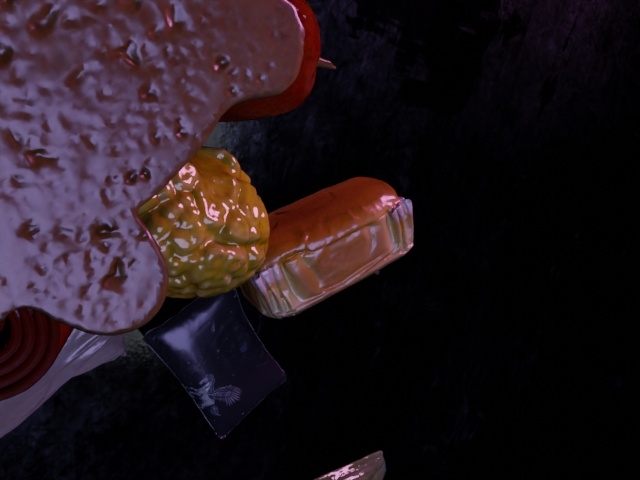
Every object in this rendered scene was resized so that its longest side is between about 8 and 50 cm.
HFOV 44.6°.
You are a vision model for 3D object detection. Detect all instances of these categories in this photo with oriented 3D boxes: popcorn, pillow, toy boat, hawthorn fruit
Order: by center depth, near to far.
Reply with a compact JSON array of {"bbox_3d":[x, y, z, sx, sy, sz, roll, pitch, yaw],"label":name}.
[{"bbox_3d":[-0.082,-0.228,0.892,0.251,0.189,0.190,-5,111,-42],"label":"hawthorn fruit"},{"bbox_3d":[-0.174,-0.013,0.901,0.226,0.203,0.200,-37,99,-42],"label":"popcorn"},{"bbox_3d":[-0.360,0.141,0.926,0.270,0.067,0.173,-34,121,-12],"label":"pillow"},{"bbox_3d":[-0.137,0.164,1.070,0.141,0.055,0.208,-38,123,-20],"label":"pillow"},{"bbox_3d":[-0.010,0.421,1.238,0.292,0.055,0.093,-19,119,-23],"label":"toy boat"}]

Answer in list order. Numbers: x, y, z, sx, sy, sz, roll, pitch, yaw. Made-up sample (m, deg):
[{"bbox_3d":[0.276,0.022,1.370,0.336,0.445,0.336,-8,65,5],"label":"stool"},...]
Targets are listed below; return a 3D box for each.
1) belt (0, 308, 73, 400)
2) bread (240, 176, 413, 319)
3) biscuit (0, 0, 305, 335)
[{"bbox_3d":[-0.402,0.039,0.771,0.323,0.115,0.227,11,113,-5],"label":"belt"},{"bbox_3d":[0.000,0.000,1.041,0.241,0.136,0.107,-26,119,-19],"label":"bread"},{"bbox_3d":[-0.232,-0.138,0.671,0.368,0.076,0.394,35,78,-28],"label":"biscuit"}]
